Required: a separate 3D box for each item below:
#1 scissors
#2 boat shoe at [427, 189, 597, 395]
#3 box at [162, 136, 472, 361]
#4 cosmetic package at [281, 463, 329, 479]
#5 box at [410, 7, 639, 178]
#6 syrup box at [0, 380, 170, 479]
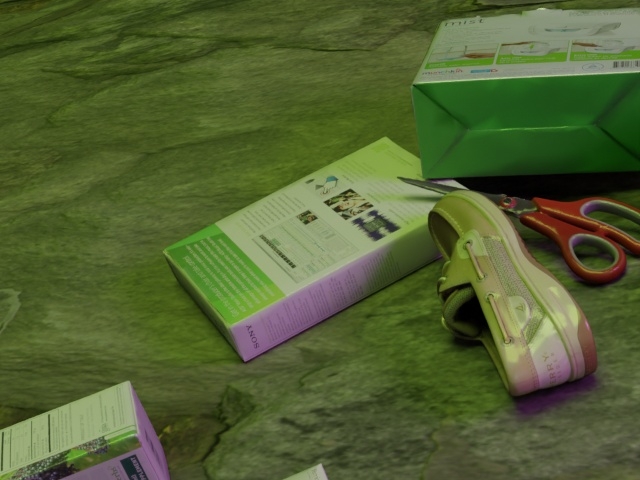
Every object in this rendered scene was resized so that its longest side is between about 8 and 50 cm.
[{"bbox_3d":[0.225,-0.038,1.340,0.297,0.021,0.109,29,60,36],"label":"scissors"},{"bbox_3d":[0.161,0.047,1.222,0.098,0.109,0.302,-23,35,-7],"label":"boat shoe"},{"bbox_3d":[0.000,0.000,1.444,0.322,0.058,0.232,-26,30,-14],"label":"box"},{"bbox_3d":[-0.008,0.283,0.974,0.099,0.060,0.239,-21,30,-4],"label":"cosmetic package"},{"bbox_3d":[0.257,-0.180,1.460,0.262,0.126,0.231,-2,27,15],"label":"box"},{"bbox_3d":[-0.271,0.233,1.179,0.237,0.093,0.096,-21,30,-3],"label":"syrup box"}]
